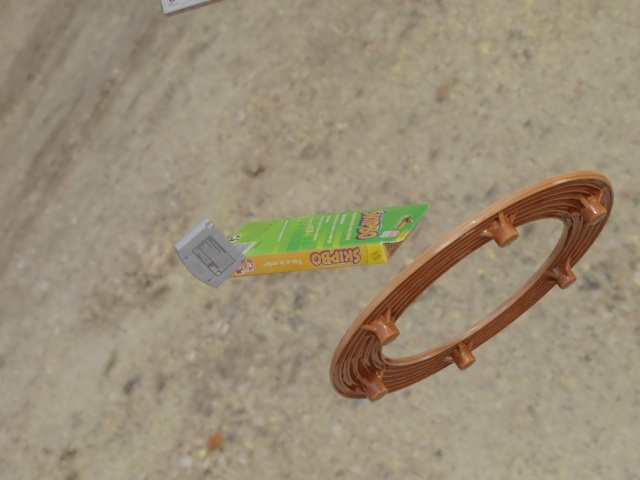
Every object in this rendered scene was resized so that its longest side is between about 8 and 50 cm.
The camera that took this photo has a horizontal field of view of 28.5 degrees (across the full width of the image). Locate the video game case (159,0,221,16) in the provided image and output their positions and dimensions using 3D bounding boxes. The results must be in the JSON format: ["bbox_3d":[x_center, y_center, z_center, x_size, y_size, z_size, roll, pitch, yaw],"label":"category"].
[{"bbox_3d":[-0.151,-0.465,1.871,0.232,0.210,0.042,-17,2,2],"label":"video game case"}]

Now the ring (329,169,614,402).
[{"bbox_3d":[0.156,0.056,1.233,0.336,0.337,0.032,-45,65,22],"label":"ring"}]

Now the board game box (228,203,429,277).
[{"bbox_3d":[0.000,0.000,1.550,0.260,0.039,0.124,-8,19,26],"label":"board game box"}]

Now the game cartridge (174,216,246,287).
[{"bbox_3d":[-0.122,0.016,1.376,0.056,0.083,0.017,-44,46,-4],"label":"game cartridge"}]
